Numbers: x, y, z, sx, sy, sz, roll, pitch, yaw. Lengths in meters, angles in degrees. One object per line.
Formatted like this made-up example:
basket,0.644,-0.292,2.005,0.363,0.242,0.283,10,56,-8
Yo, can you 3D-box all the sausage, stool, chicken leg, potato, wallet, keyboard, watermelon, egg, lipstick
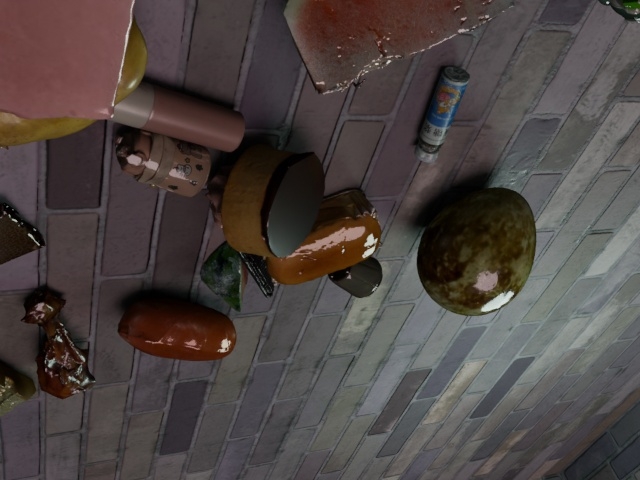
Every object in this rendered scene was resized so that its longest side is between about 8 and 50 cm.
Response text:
sausage,-0.290,0.187,1.556,0.258,0.133,0.133,16,129,-37
stool,0.073,0.068,1.624,0.096,0.096,0.110,-41,136,24
chicken leg,-0.530,0.205,1.505,0.113,0.093,0.305,-24,139,-28
potato,-0.374,-0.216,0.976,0.300,0.173,0.140,-22,-172,-8
wallet,-0.607,0.016,1.259,0.243,0.039,0.133,-23,150,1
keyboard,-0.127,0.048,1.526,0.018,0.060,0.195,6,150,21
watermelon,0.109,-0.325,1.073,0.305,0.180,0.224,-23,154,5
egg,0.332,0.021,1.579,0.238,0.238,0.290,9,116,-35
lipstick,-0.240,-0.198,1.147,0.254,0.070,0.070,11,132,-37
watermelon,-0.188,0.057,1.520,0.101,0.080,0.155,20,140,4

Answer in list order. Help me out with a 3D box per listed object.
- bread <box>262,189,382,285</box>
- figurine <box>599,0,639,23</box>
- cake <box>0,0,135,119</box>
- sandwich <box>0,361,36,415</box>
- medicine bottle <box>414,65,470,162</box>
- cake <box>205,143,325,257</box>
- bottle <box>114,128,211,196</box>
bread,0.000,0.000,1.491,0.241,0.107,0.136,-21,141,-3
figurine,0.495,-0.433,1.195,0.192,0.126,0.147,43,75,-44
cake,-0.337,-0.311,0.758,0.314,0.307,0.293,-3,141,-23
sandwich,-0.674,0.305,1.542,0.090,0.088,0.244,-28,143,1
medicine bottle,0.218,-0.227,1.361,0.051,0.051,0.191,-7,142,-19
cake,-0.111,-0.081,1.303,0.185,0.178,0.208,15,99,-65
bottle,-0.262,-0.132,1.202,0.152,0.099,0.099,16,130,-36
